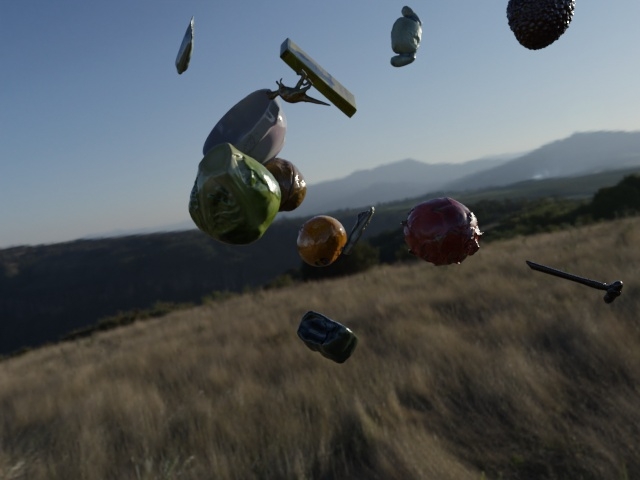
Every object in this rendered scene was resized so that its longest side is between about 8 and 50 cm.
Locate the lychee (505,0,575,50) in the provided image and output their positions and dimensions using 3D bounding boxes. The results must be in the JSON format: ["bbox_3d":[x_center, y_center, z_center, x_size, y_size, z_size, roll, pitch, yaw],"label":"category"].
[{"bbox_3d":[0.605,-0.617,1.872,0.188,0.188,0.188,-12,3,1],"label":"lychee"}]

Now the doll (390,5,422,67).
[{"bbox_3d":[0.277,-0.659,2.224,0.104,0.214,0.071,11,-9,-10],"label":"doll"}]

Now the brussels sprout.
[{"bbox_3d":[-0.216,-0.112,1.708,0.219,0.271,0.210,21,60,28],"label":"brussels sprout"}]

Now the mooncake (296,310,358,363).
[{"bbox_3d":[0.019,0.273,1.955,0.104,0.168,0.175,-52,11,-16],"label":"mooncake"}]

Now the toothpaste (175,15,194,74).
[{"bbox_3d":[-0.348,-0.491,1.771,0.037,0.067,0.255,6,-13,-17],"label":"toothpaste"}]

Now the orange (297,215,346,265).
[{"bbox_3d":[0.003,0.002,2.299,0.155,0.177,0.178,40,30,25],"label":"orange"}]

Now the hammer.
[{"bbox_3d":[0.474,0.073,1.292,0.178,0.021,0.065,17,-31,18],"label":"hammer"}]

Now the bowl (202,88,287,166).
[{"bbox_3d":[-0.212,-0.317,2.111,0.287,0.144,0.287,-32,33,24],"label":"bowl"}]

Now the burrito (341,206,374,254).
[{"bbox_3d":[0.115,-0.030,2.130,0.042,0.171,0.051,27,-9,2],"label":"burrito"}]

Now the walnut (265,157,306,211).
[{"bbox_3d":[-0.128,-0.172,2.156,0.167,0.167,0.207,-12,30,-10],"label":"walnut"}]

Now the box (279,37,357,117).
[{"bbox_3d":[-0.005,-0.489,2.053,0.041,0.279,0.153,-45,20,21],"label":"box"}]

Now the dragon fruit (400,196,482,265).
[{"bbox_3d":[0.395,-0.027,2.222,0.241,0.241,0.252,-13,31,-23],"label":"dragon fruit"}]

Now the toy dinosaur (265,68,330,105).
[{"bbox_3d":[-0.064,-0.378,1.824,0.126,0.162,0.039,-40,-17,17],"label":"toy dinosaur"}]
